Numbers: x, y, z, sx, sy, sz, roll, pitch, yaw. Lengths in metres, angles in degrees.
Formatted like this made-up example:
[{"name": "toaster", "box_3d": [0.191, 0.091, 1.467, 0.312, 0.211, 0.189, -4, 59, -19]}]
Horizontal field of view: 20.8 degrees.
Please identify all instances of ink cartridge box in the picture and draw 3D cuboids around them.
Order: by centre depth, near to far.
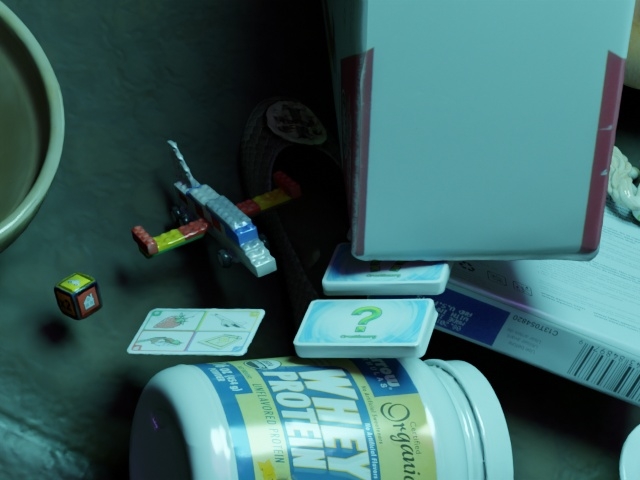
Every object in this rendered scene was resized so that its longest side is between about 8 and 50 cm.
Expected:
[{"name": "ink cartridge box", "box_3d": [0.085, -0.206, 1.129, 0.160, 0.279, 0.385, -1, 35, -3]}, {"name": "ink cartridge box", "box_3d": [0.140, 0.009, 1.223, 0.223, 0.045, 0.224, 21, 29, -8]}]

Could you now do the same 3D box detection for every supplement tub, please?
[{"name": "supplement tub", "box_3d": [-0.001, 0.139, 1.041, 0.199, 0.144, 0.144, -3, 61, -23]}]

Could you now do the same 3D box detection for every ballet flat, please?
[{"name": "ballet flat", "box_3d": [0.000, 0.000, 1.185, 0.084, 0.058, 0.250, 2, 58, -21]}]

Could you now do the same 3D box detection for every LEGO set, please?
[{"name": "LEGO set", "box_3d": [-0.039, 0.004, 1.088, 0.244, 0.060, 0.182, -1, 31, 17]}]

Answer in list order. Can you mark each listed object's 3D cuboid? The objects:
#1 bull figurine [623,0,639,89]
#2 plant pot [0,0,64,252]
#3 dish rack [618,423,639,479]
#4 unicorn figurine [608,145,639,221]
[{"name": "bull figurine", "box_3d": [0.313, -0.162, 1.335, 0.310, 0.101, 0.188, 16, 75, -32]}, {"name": "plant pot", "box_3d": [-0.285, -0.059, 1.077, 0.237, 0.110, 0.237, 10, 57, -16]}, {"name": "dish rack", "box_3d": [0.347, 0.263, 1.147, 0.332, 0.072, 0.286, 7, 58, -18]}, {"name": "unicorn figurine", "box_3d": [0.286, -0.027, 1.296, 0.162, 0.060, 0.111, 1, 28, -1]}]
